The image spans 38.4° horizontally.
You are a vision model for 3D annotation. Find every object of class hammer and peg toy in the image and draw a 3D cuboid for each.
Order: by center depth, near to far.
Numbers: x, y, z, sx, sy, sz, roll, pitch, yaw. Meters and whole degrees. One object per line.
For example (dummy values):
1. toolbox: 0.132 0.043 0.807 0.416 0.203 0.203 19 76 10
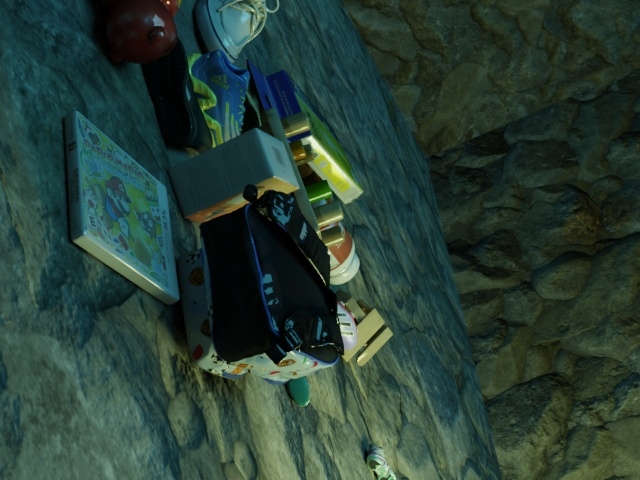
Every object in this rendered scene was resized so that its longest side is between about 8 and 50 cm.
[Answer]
1. hammer and peg toy: -0.027 -0.051 1.728 0.266 0.127 0.362 80 -10 -76

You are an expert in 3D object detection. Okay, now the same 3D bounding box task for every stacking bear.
1. stacking bear: -0.292 -0.415 1.515 0.164 0.175 0.289 50 31 -54

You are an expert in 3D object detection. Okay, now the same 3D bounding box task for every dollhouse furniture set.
1. dollhouse furniture set: 0.065 0.206 2.087 0.151 0.123 0.144 32 -17 47

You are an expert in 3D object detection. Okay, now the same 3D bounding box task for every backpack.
1. backpack: -0.081 0.101 1.398 0.263 0.213 0.277 32 43 -52

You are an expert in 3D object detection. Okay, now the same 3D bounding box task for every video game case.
1. video game case: -0.274 -0.042 1.279 0.227 0.026 0.206 45 27 -54

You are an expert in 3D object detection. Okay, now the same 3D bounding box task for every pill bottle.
1. pill bottle: 0.000 0.000 1.974 0.216 0.121 0.121 52 22 -45

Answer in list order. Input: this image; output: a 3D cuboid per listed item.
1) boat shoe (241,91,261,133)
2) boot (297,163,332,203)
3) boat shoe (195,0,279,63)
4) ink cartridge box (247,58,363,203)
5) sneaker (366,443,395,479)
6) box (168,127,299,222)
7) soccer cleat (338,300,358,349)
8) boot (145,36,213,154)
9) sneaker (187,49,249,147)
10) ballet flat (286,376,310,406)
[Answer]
1. boat shoe: -0.151 -0.272 1.972 0.045 0.050 0.135 10 59 -66
2. boot: -0.008 -0.122 2.218 0.152 0.072 0.197 -62 131 -76
3. boat shoe: -0.172 -0.514 2.034 0.136 0.156 0.367 58 17 -30
4. ink cartridge box: -0.038 -0.275 2.189 0.307 0.072 0.304 48 15 -40
5. sneaker: 0.129 0.464 1.924 0.098 0.038 0.069 59 18 -30
6. box: -0.143 -0.103 1.535 0.091 0.170 0.130 69 15 11
7. soccer cleat: 0.000 0.140 1.900 0.095 0.083 0.248 -48 125 -40
8. boot: -0.242 -0.249 1.615 0.137 0.076 0.198 28 55 -74
9. sneaker: -0.173 -0.248 1.719 0.240 0.126 0.091 61 17 -22
10. ballet flat: -0.047 0.240 1.640 0.114 0.041 0.041 68 15 -3
